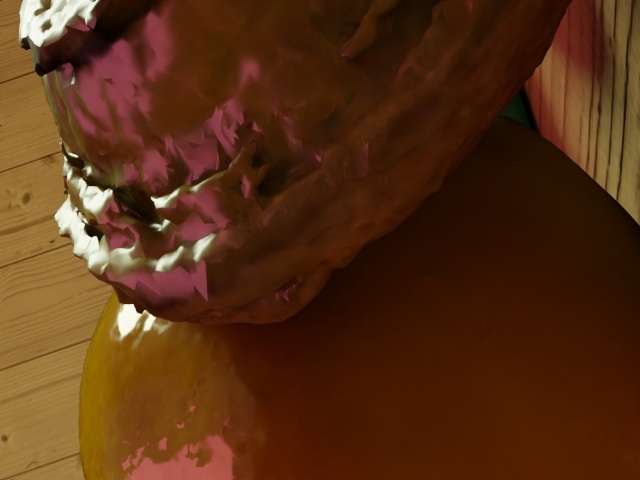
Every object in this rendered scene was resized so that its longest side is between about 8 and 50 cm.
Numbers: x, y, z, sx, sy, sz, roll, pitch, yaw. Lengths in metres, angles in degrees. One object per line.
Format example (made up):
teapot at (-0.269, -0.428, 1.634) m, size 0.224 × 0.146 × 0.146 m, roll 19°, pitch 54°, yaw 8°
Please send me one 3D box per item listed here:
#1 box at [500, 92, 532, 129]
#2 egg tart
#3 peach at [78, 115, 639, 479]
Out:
box at (0.042, -0.012, 0.936) m, size 0.118 × 0.205 × 0.311 m, roll -138°, pitch 29°, yaw -84°
egg tart at (-0.022, -0.109, 0.560) m, size 0.123 × 0.294 × 0.294 m, roll 36°, pitch -162°, yaw -30°
peach at (0.043, 0.101, 0.656) m, size 0.289 × 0.289 × 0.307 m, roll 73°, pitch 174°, yaw -63°
